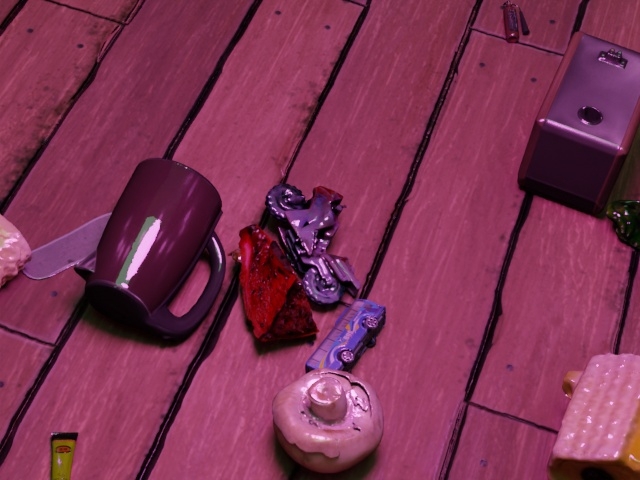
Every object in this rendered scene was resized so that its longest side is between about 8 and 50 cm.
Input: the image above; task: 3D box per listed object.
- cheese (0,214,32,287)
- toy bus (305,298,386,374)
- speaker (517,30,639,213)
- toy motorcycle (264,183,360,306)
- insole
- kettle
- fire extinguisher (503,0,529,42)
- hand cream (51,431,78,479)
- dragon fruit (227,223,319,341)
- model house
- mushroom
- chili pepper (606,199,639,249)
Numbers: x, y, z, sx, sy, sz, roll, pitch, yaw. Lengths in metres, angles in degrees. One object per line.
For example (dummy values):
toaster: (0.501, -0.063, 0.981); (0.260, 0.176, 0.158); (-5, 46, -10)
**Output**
cheese: (-0.515, 0.035, 1.760); (0.123, 0.094, 0.167); (32, 55, 20)
toy bus: (0.038, 0.149, 1.763); (0.061, 0.051, 0.153); (25, 54, 20)
speaker: (0.433, -0.189, 1.983); (0.153, 0.192, 0.231); (22, 54, 10)
toy motorcycle: (0.000, 0.000, 1.861); (0.122, 0.082, 0.213); (-16, 67, -19)
insole: (-0.348, 0.001, 1.864); (0.232, 0.003, 0.080); (-23, 58, -22)
kettle: (-0.237, 0.025, 1.793); (0.202, 0.144, 0.232); (35, 57, -18)
fire extinguisher: (0.360, -0.406, 2.246); (0.046, 0.032, 0.100); (-3, 58, 5)
hand cream: (-0.342, 0.306, 1.615); (0.036, 0.023, 0.122); (0, 48, -6)
dragon fruit: (-0.084, 0.056, 1.784); (0.092, 0.122, 0.192); (-23, 59, -5)
model house: (0.423, 0.278, 1.650); (0.234, 0.175, 0.193); (17, 52, 20)
mushroom: (0.012, 0.236, 1.647); (0.154, 0.122, 0.154); (2, 45, -2)
chili pepper: (0.575, 0.000, 1.933); (0.257, 0.074, 0.100); (20, 55, 15)
